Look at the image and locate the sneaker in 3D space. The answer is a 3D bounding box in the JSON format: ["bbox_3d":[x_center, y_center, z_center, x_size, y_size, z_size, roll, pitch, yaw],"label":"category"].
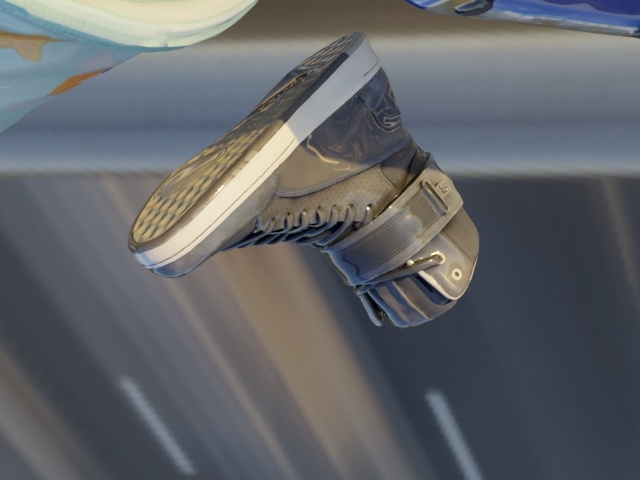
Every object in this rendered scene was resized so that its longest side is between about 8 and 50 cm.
[{"bbox_3d":[0.002,-0.001,1.072,0.086,0.226,0.163,-17,109,44],"label":"sneaker"}]

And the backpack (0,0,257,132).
[{"bbox_3d":[-0.098,-0.141,0.331,0.191,0.225,0.253,-19,135,34],"label":"backpack"}]

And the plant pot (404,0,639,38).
[{"bbox_3d":[0.147,-0.227,0.927,0.236,0.212,0.236,2,167,-37],"label":"plant pot"}]
